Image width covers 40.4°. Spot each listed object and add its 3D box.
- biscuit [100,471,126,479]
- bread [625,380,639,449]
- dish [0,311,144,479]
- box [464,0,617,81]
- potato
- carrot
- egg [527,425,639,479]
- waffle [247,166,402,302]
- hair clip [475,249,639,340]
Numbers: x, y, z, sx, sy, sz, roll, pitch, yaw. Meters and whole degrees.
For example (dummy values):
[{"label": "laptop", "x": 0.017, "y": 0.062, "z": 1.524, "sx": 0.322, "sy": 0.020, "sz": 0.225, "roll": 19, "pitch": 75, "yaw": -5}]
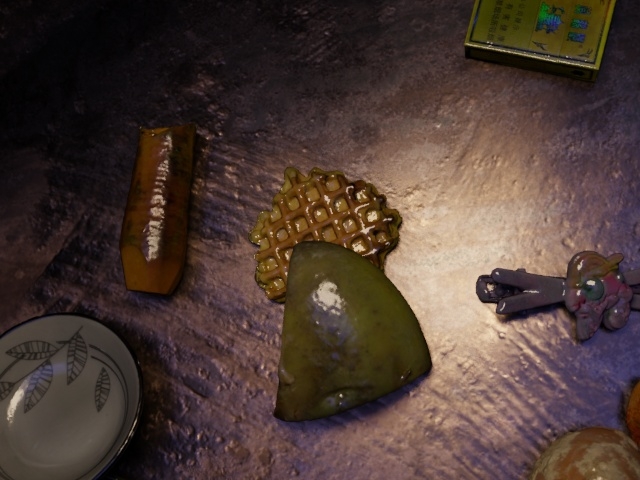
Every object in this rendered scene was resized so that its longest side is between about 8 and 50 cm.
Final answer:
[{"label": "biscuit", "x": -0.403, "y": 0.407, "z": 1.432, "sx": 0.322, "sy": 0.038, "sz": 0.099, "roll": 19, "pitch": 83, "yaw": 13}, {"label": "bread", "x": 0.528, "y": 0.319, "z": 1.243, "sx": 0.139, "sy": 0.095, "sz": 0.269, "roll": -15, "pitch": 81, "yaw": 15}, {"label": "dish", "x": -0.425, "y": 0.280, "z": 1.410, "sx": 0.316, "sy": 0.106, "sz": 0.316, "roll": -3, "pitch": 62, "yaw": 6}, {"label": "box", "x": 0.358, "y": -0.352, "z": 1.417, "sx": 0.220, "sy": 0.064, "sz": 0.141, "roll": 13, "pitch": 82, "yaw": 15}, {"label": "potato", "x": 0.008, "y": 0.127, "z": 1.336, "sx": 0.269, "sy": 0.112, "sz": 0.255, "roll": -21, "pitch": 94, "yaw": 5}, {"label": "carrot", "x": -0.271, "y": -0.059, "z": 1.459, "sx": 0.114, "sy": 0.114, "sz": 0.302, "roll": 3, "pitch": 79, "yaw": 11}, {"label": "egg", "x": 0.380, "y": 0.375, "z": 1.212, "sx": 0.195, "sy": 0.195, "sz": 0.233, "roll": 17, "pitch": 66, "yaw": 13}, {"label": "waffle", "x": 0.000, "y": 0.000, "z": 1.429, "sx": 0.243, "sy": 0.059, "sz": 0.238, "roll": 18, "pitch": 87, "yaw": 15}, {"label": "hair clip", "x": 0.376, "y": 0.084, "z": 1.319, "sx": 0.278, "sy": 0.090, "sz": 0.137, "roll": -1, "pitch": 88, "yaw": 11}]
